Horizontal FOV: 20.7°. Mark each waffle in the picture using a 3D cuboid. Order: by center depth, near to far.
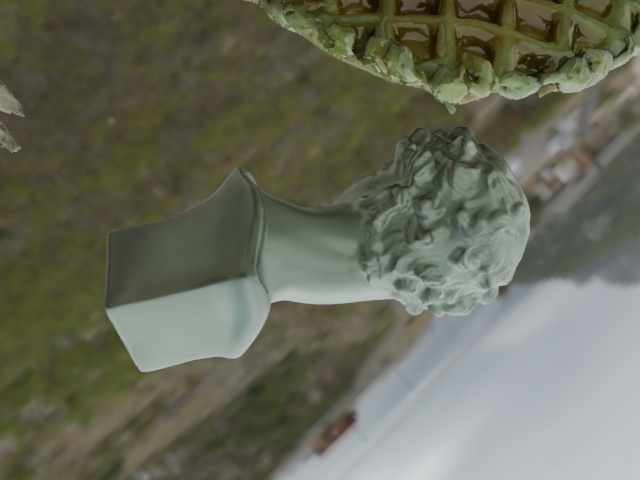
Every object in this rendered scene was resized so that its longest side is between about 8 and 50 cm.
[{"bbox_3d":[0.074,-0.136,0.996,0.208,0.214,0.054,-22,132,-33],"label":"waffle"}]

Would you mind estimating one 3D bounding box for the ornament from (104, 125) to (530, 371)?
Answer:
[{"bbox_3d":[-0.001,0.007,1.133,0.285,0.130,0.120,-16,137,-11],"label":"ornament"}]

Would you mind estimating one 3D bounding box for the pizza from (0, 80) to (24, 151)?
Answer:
[{"bbox_3d":[-0.315,-0.151,1.261,0.034,0.262,0.181,-52,-164,-21],"label":"pizza"}]
